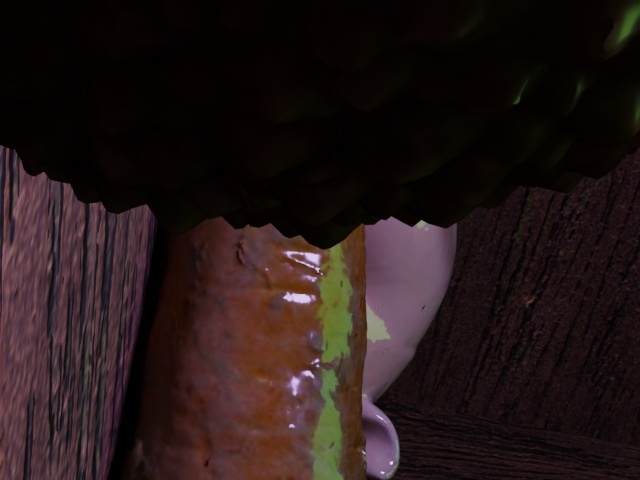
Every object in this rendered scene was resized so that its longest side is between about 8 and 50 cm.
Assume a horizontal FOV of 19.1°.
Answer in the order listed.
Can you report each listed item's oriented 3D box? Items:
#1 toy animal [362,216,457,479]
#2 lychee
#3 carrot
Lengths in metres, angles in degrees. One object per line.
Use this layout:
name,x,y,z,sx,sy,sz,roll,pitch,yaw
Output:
toy animal,0.005,-0.002,1.137,0.166,0.154,0.250,-92,-167,-69
lychee,0.006,-0.109,0.414,0.271,0.271,0.271,11,90,-86
carrot,-0.038,0.099,0.980,0.139,0.139,0.301,-43,142,-83
